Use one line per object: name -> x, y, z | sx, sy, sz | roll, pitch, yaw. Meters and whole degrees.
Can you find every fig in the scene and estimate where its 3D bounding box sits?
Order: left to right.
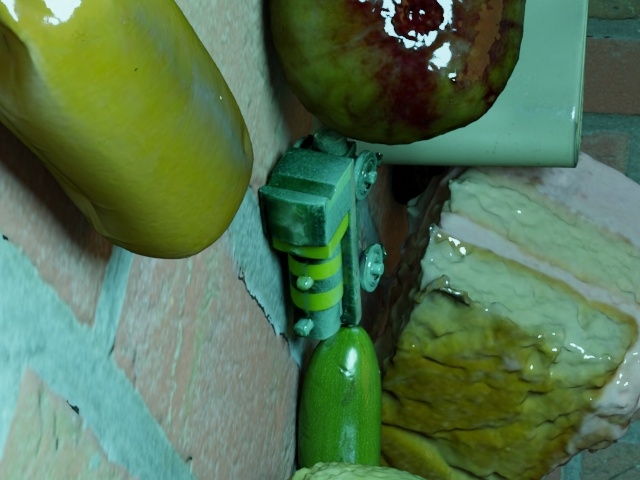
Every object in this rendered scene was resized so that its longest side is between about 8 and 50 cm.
fig -> 0.039, -0.182, 1.306 | 0.321, 0.217, 0.217 | 180, -86, -74

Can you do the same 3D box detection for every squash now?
squash -> 0.019, 0.218, 1.435 | 0.082, 0.082, 0.292 | -56, 148, -66

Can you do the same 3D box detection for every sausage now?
sausage -> -0.114, -0.085, 0.749 | 0.328, 0.112, 0.112 | 57, 38, -65

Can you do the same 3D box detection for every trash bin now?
trash bin -> 0.142, -0.190, 1.507 | 0.121, 0.247, 0.243 | 51, 43, -74

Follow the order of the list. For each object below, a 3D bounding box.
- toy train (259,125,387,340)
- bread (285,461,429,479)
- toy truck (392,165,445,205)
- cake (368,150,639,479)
toy train -> 0.001, 0.000, 1.328 | 0.132, 0.083, 0.200 | -57, 149, -45
bread -> 0.030, 0.340, 1.212 | 0.320, 0.237, 0.320 | 8, 81, -62
toy truck -> 0.187, -0.223, 1.841 | 0.254, 0.180, 0.405 | -63, 154, -56
cake -> 0.206, 0.088, 1.628 | 0.307, 0.293, 0.314 | -71, -173, -46
